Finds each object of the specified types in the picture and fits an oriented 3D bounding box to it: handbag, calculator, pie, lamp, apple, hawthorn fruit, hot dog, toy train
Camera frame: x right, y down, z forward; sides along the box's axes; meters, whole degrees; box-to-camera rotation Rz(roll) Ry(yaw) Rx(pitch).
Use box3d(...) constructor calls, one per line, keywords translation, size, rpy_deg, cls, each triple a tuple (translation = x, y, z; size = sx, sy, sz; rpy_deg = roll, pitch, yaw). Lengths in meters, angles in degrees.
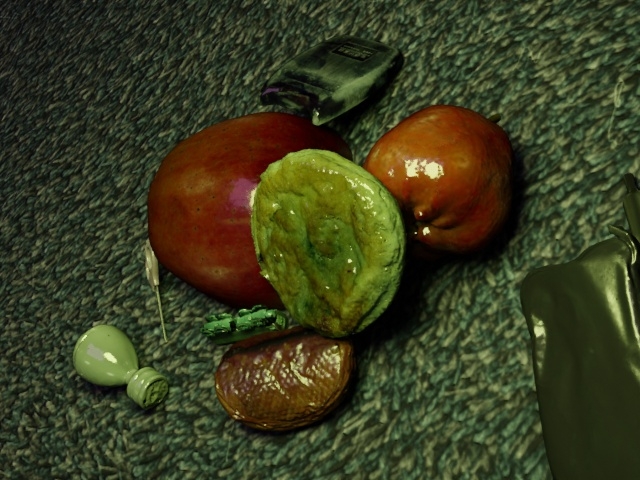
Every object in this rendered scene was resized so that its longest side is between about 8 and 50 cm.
box3d(translation=(0.334, 0.159, 1.091), size=(0.192, 0.075, 0.332), rpy_deg=(-31, 60, 54), cls="handbag")
box3d(translation=(0.025, -0.287, 1.573), size=(0.177, 0.040, 0.268), rpy_deg=(23, 45, 30), cls="calculator")
box3d(translation=(0.000, 0.000, 1.289), size=(0.277, 0.078, 0.276), rpy_deg=(13, 114, 33), cls="pie")
box3d(translation=(-0.343, 0.217, 1.566), size=(0.193, 0.106, 0.106), rpy_deg=(27, 81, 29), cls="lamp")
box3d(translation=(-0.122, -0.058, 1.559), size=(0.365, 0.295, 0.329), rpy_deg=(0, 27, 32), cls="apple")
box3d(translation=(0.183, -0.098, 1.333), size=(0.224, 0.224, 0.261), rpy_deg=(11, 51, 37), cls="hawthorn fruit")
box3d(translation=(-0.046, 0.197, 1.373), size=(0.227, 0.099, 0.160), rpy_deg=(-14, 58, 25), cls="hot dog")
box3d(translation=(-0.128, 0.138, 1.480), size=(0.148, 0.071, 0.038), rpy_deg=(-12, 61, 27), cls="toy train")

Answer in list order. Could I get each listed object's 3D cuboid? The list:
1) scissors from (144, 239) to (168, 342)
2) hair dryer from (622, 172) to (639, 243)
box3d(translation=(-0.291, 0.093, 1.627), size=(0.015, 0.100, 0.189), rpy_deg=(-8, 67, -20), cls="scissors")
box3d(translation=(0.451, -0.003, 1.186), size=(0.196, 0.078, 0.248), rpy_deg=(-20, 50, 21), cls="hair dryer")
